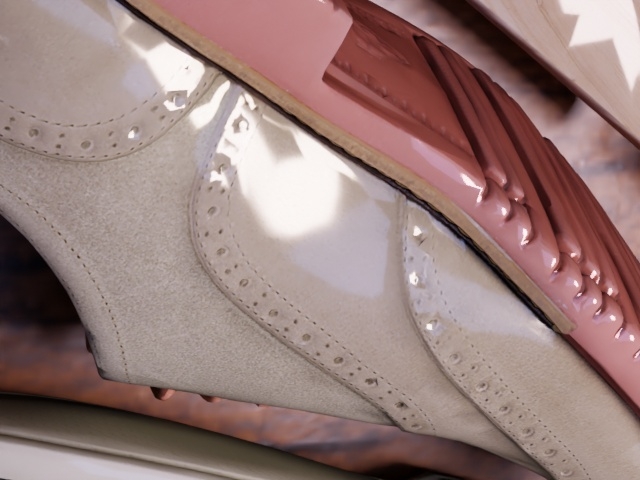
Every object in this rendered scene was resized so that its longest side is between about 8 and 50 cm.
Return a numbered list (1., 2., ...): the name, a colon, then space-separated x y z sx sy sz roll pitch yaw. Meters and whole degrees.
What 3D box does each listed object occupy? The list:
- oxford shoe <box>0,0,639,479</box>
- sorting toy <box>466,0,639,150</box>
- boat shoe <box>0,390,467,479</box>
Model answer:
1. oxford shoe: 0.000 0.000 0.576 0.146 0.140 0.397 -42 117 15
2. sorting toy: 0.116 -0.115 0.630 0.274 0.046 0.132 36 85 -27
3. boat shoe: -0.007 0.130 0.582 0.340 0.127 0.113 18 89 -40
